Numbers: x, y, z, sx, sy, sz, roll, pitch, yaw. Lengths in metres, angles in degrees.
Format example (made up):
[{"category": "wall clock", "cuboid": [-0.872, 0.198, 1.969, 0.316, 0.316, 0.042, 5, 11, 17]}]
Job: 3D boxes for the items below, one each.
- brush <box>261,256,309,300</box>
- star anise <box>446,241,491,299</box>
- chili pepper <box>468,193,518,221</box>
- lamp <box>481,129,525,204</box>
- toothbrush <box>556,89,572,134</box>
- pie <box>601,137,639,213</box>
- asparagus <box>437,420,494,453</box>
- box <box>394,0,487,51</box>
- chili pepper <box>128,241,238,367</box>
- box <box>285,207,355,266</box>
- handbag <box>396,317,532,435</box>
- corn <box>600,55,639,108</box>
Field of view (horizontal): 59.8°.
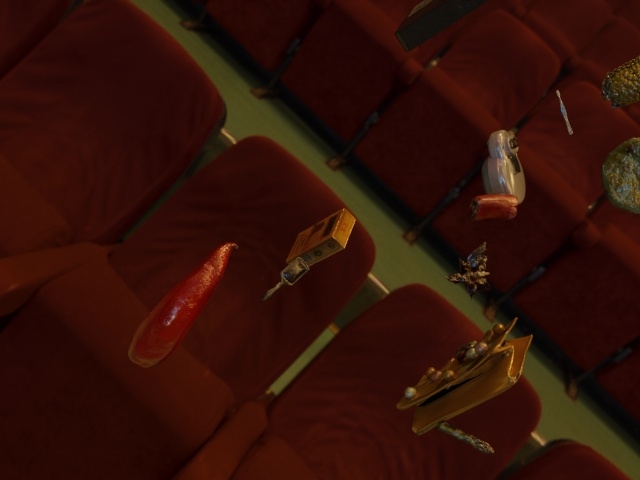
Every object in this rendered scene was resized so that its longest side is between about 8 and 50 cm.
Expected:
[{"category": "brush", "cuboid": [-0.121, 0.136, 1.857, 0.063, 0.193, 0.016, 49, -10, -10]}, {"category": "star anise", "cuboid": [0.436, 0.081, 1.585, 0.212, 0.157, 0.053, 33, -10, -39]}, {"category": "chili pepper", "cuboid": [0.453, -0.086, 1.452, 0.123, 0.073, 0.070, -1, 5, -6]}, {"category": "lamp", "cuboid": [0.546, -0.209, 1.687, 0.179, 0.108, 0.246, -22, 104, -55]}, {"category": "toothbrush", "cuboid": [0.827, -0.436, 1.891, 0.017, 0.014, 0.162, 14, 62, -65]}, {"category": "pie", "cuboid": [0.742, -0.150, 1.274, 0.041, 0.187, 0.187, -2, 49, -50]}, {"category": "asparagus", "cuboid": [0.399, 0.541, 1.526, 0.165, 0.030, 0.036, 24, -17, 17]}, {"category": "box", "cuboid": [0.334, -0.557, 1.226, 0.058, 0.350, 0.211, 50, 42, -19]}, {"category": "chili pepper", "cuboid": [-0.297, 0.160, 1.150, 0.092, 0.368, 0.137, 45, 20, -2]}, {"category": "box", "cuboid": [0.000, 0.000, 2.189, 0.076, 0.274, 0.174, 43, 44, -21]}, {"category": "handbag", "cuboid": [0.420, 0.391, 1.646, 0.133, 0.401, 0.283, 52, 33, 9]}, {"category": "corn", "cuboid": [0.910, -0.464, 1.483, 0.115, 0.318, 0.115, 36, 38, -35]}]
